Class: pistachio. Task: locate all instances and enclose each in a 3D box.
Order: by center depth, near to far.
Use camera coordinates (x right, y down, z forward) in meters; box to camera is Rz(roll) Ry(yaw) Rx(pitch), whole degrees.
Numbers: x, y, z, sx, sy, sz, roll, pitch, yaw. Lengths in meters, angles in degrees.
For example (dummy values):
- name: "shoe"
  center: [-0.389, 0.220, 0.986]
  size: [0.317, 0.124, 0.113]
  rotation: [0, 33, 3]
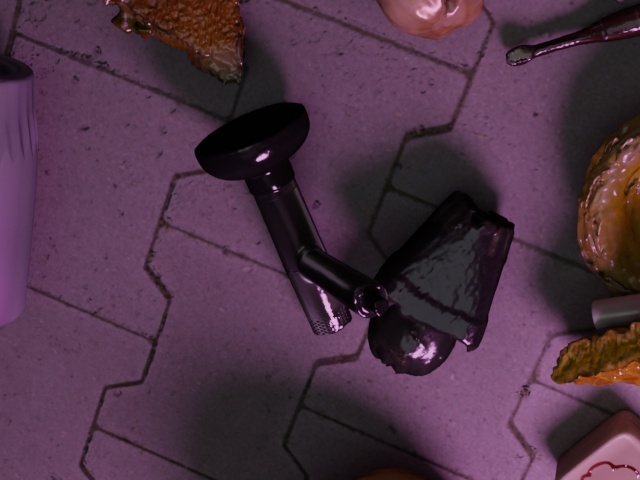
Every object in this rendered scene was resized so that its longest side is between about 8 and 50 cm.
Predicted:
- name: "pistachio"
  center: [0.119, -0.359, 1.437]
  size: [0.157, 0.157, 0.230]
  rotation: [-19, 97, 19]

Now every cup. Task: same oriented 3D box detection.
- name: "cup"
  center: [-0.518, -0.068, 1.621]
  size: [0.253, 0.253, 0.372]
  rotation: [14, 109, 9]

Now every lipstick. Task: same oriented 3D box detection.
- name: "lipstick"
  center: [0.402, 0.083, 1.450]
  size: [0.130, 0.038, 0.038]
  rotation: [-10, 105, 24]

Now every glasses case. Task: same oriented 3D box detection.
- name: "glasses case"
  center: [0.484, 0.393, 1.620]
  size: [0.336, 0.076, 0.144]
  rotation: [43, 112, -3]

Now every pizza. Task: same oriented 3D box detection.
- name: "pizza"
  center: [-0.173, -0.310, 1.562]
  size: [0.226, 0.069, 0.147]
  rotation: [29, 90, 0]

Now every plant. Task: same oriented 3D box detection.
- name: "plant"
  center: [0.155, 0.065, 1.561]
  size: [0.164, 0.142, 0.256]
  rotation: [28, 108, 2]

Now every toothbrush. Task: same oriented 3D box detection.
- name: "toothbrush"
  center: [0.403, -0.274, 1.444]
  size: [0.363, 0.041, 0.041]
  rotation: [-14, 104, 17]

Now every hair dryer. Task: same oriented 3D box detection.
- name: "hair dryer"
  center: [0.006, -0.021, 1.524]
  size: [0.284, 0.155, 0.320]
  rotation: [-5, 116, 57]

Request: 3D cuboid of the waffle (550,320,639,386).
- name: "waffle"
  center: [0.431, 0.147, 1.502]
  size: [0.229, 0.219, 0.057]
  rotation: [-29, 61, 55]

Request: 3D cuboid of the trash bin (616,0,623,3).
- name: "trash bin"
  center: [0.469, -0.452, 1.248]
  size: [0.432, 0.280, 0.280]
  rotation: [-23, 101, 22]

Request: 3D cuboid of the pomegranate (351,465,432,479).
- name: "pomegranate"
  center: [0.084, 0.480, 1.623]
  size: [0.332, 0.332, 0.333]
  rotation: [4, 108, 12]

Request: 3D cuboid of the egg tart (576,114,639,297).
- name: "egg tart"
  center: [0.454, -0.033, 1.467]
  size: [0.288, 0.118, 0.288]
  rotation: [4, 108, 12]
